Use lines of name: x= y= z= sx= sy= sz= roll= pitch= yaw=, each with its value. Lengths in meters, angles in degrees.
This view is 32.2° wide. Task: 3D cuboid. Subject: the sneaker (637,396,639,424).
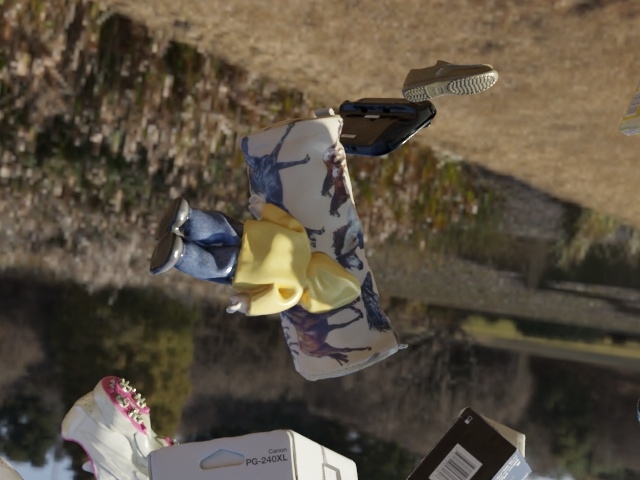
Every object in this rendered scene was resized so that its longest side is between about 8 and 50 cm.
sneaker: x=0.567 y=0.309 z=1.562 sx=0.262 sy=0.104 sz=0.125 roll=40 pitch=158 yaw=38

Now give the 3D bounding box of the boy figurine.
boy figurine: x=-0.078 y=0.023 z=1.496 sx=0.285 sy=0.177 sz=0.092 roll=16 pitch=150 yaw=-24

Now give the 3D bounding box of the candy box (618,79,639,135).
candy box: x=0.571 y=-0.274 z=1.845 sx=0.027 sy=0.205 sz=0.105 roll=28 pitch=172 yaw=-18

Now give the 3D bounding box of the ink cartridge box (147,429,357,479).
ink cartridge box: x=-0.044 y=0.186 z=0.806 sx=0.109 sy=0.063 sz=0.150 roll=-12 pitch=158 yaw=15

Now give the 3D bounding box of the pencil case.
pencil case: x=0.000 y=0.000 z=1.689 sx=0.160 sy=0.410 sz=0.184 roll=-16 pitch=177 yaw=42

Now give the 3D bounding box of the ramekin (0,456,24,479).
ramekin: x=-0.474 y=0.393 z=1.366 sx=0.273 sy=0.272 sz=0.127 roll=4 pitch=-178 yaw=31

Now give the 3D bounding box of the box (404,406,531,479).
box: x=0.197 y=0.327 z=1.506 sx=0.093 sy=0.156 sz=0.158 roll=39 pitch=174 yaw=26

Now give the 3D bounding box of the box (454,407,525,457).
box: x=0.241 y=0.405 z=1.801 sx=0.119 sy=0.182 sz=0.181 roll=25 pitch=-155 yaw=1

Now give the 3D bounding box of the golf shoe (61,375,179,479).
golf shoe: x=-0.307 y=0.373 z=1.846 sx=0.140 sy=0.306 sz=0.115 roll=-34 pitch=-171 yaw=6

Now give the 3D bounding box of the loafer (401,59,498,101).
loafer: x=0.196 y=-0.251 z=1.693 sx=0.148 sy=0.050 sz=0.056 roll=-7 pitch=157 yaw=8

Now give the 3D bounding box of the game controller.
game controller: x=0.104 y=-0.236 z=2.296 sx=0.067 sy=0.166 sz=0.319 roll=49 pitch=163 yaw=-25
